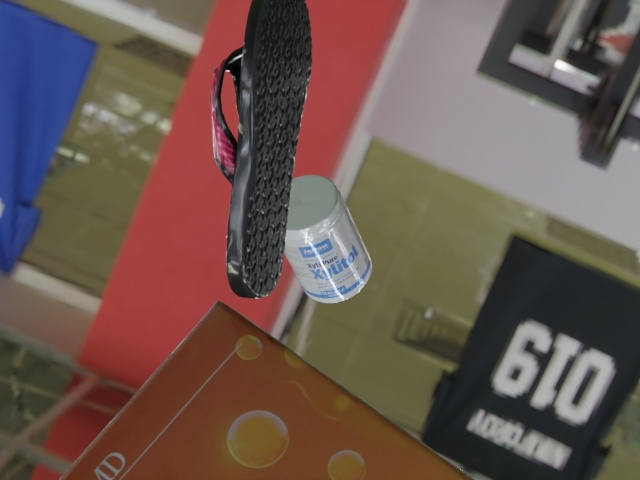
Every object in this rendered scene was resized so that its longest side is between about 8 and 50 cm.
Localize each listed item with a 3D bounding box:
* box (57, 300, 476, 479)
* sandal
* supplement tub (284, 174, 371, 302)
[{"bbox_3d":[0.015,0.234,0.794,0.345,0.215,0.168,33,157,18],"label":"box"},{"bbox_3d":[-0.040,-0.059,0.779,0.040,0.179,0.067,9,-176,26],"label":"sandal"},{"bbox_3d":[0.000,0.000,1.305,0.071,0.071,0.107,37,163,42],"label":"supplement tub"}]
